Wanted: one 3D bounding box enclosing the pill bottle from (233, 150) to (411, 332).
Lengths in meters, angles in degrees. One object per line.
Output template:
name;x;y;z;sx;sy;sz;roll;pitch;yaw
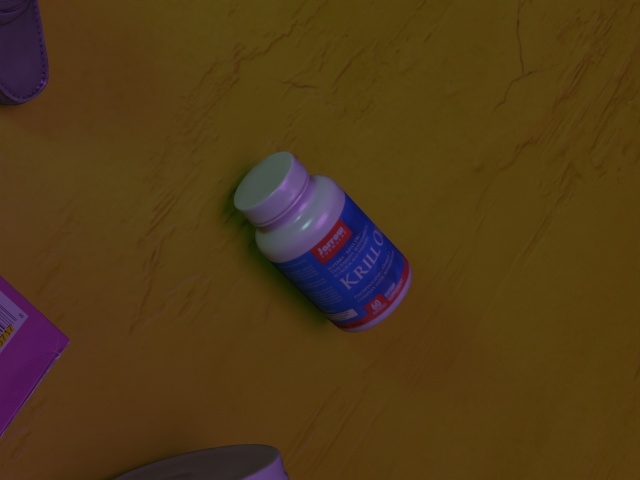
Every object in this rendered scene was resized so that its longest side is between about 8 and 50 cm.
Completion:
pill bottle;0.000;0.000;1.449;0.221;0.124;0.124;45;57;-29

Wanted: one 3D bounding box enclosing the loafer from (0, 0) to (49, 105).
loafer;-0.318;-0.249;1.131;0.112;0.111;0.319;-57;151;-30

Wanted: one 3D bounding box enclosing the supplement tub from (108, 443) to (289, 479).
supplement tub;-0.104;0.393;1.231;0.235;0.235;0.325;-15;95;-42

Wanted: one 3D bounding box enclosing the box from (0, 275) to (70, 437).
box;-0.368;0.132;1.017;0.117;0.243;0.213;48;57;-27
